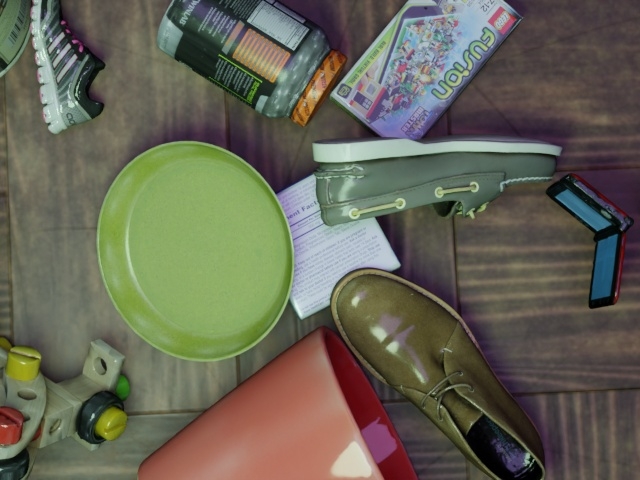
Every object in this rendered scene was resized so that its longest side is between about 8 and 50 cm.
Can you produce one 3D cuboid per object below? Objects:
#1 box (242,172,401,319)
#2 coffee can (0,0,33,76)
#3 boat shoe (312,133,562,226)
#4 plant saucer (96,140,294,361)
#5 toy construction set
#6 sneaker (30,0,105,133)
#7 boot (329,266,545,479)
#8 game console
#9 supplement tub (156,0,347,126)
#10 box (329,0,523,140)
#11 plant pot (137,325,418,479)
[{"bbox_3d":[0.000,0.000,1.785,0.126,0.072,0.137,-28,88,-3],"label":"box"},{"bbox_3d":[-0.418,-0.269,1.693,0.201,0.275,0.201,0,86,-2],"label":"coffee can"},{"bbox_3d":[0.128,-0.067,1.746,0.305,0.109,0.091,-4,96,-30],"label":"boat shoe"},{"bbox_3d":[-0.130,0.010,1.758,0.241,0.037,0.241,5,101,24],"label":"plant saucer"},{"bbox_3d":[-0.333,0.121,1.720,0.237,0.257,0.309,-18,107,-45],"label":"toy construction set"},{"bbox_3d":[-0.277,-0.206,1.800,0.075,0.063,0.170,-8,91,-1],"label":"sneaker"},{"bbox_3d":[0.134,0.148,1.728,0.112,0.115,0.305,-44,99,4],"label":"boot"},{"bbox_3d":[0.282,0.002,1.755,0.124,0.144,0.085,39,85,1],"label":"game console"},{"bbox_3d":[-0.073,-0.211,1.776,0.190,0.117,0.117,33,86,1],"label":"supplement tub"},{"bbox_3d":[0.118,-0.205,1.820,0.114,0.036,0.207,39,86,1],"label":"box"},{"bbox_3d":[-0.039,0.263,1.685,0.243,0.275,0.275,-27,87,5],"label":"plant pot"}]
